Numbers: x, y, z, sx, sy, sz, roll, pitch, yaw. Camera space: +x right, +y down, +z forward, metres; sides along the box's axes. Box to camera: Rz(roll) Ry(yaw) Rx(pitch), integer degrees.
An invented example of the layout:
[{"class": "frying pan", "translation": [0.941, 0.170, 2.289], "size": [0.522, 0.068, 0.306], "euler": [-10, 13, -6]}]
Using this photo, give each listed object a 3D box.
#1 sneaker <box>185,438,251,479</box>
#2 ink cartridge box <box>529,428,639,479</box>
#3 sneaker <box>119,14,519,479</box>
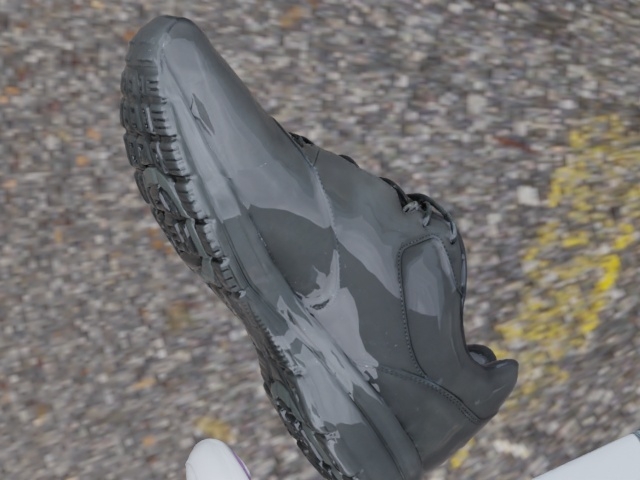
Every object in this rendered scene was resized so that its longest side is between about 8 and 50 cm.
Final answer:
[{"class": "sneaker", "translation": [-0.101, 0.295, 1.430], "size": [0.152, 0.114, 0.305], "euler": [-4, 59, -4]}, {"class": "ink cartridge box", "translation": [0.114, 0.157, 0.819], "size": [0.087, 0.208, 0.153], "euler": [58, 135, 18]}, {"class": "sneaker", "translation": [0.000, 0.000, 0.930], "size": [0.130, 0.109, 0.286], "euler": [-35, 115, -11]}]
